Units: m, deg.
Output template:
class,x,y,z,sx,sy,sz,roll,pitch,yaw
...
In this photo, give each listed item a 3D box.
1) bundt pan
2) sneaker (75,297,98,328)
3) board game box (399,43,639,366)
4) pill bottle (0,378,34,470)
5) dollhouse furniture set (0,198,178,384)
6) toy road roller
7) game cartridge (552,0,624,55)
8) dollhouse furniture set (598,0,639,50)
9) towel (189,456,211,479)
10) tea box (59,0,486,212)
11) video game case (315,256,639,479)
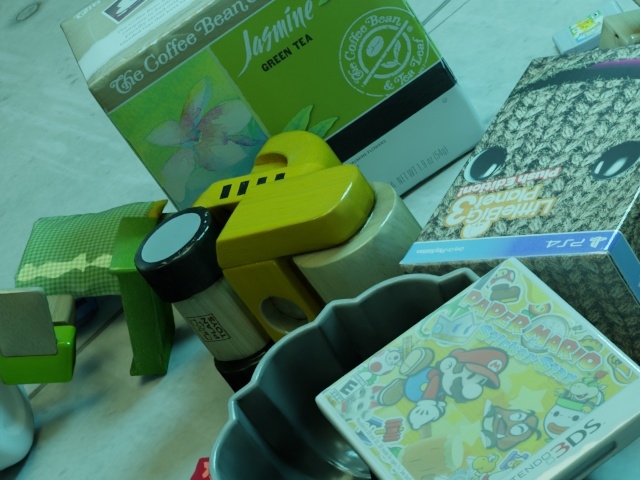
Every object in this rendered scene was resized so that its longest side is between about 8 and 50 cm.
class,x,y,z,sx,sy,sz,roll,pitch,yaw
bundt pan,0.080,0.184,1.560,0.331,0.124,0.331,-18,38,15
sneaker,-0.298,0.055,2.251,0.053,0.059,0.144,-25,31,14
board game box,0.253,-0.034,1.715,0.232,0.141,0.291,-4,41,43
pill bottle,-0.459,0.225,2.080,0.264,0.146,0.146,-26,30,16
dollhouse furniture set,-0.261,0.007,2.122,0.197,0.151,0.301,-3,35,6
toy road roller,0.000,0.000,1.868,0.329,0.202,0.240,-10,37,41
game cartridge,0.300,-0.232,2.091,0.083,0.017,0.056,-31,33,9
dollhouse furniture set,0.479,-0.276,1.837,0.355,0.303,0.174,-13,43,-19
towel,-0.048,0.271,1.697,0.275,0.031,0.199,-7,41,41
tea box,-0.053,-0.177,2.064,0.329,0.323,0.220,-35,29,2
video game case,0.130,0.127,1.472,0.206,0.026,0.227,-35,38,-7
